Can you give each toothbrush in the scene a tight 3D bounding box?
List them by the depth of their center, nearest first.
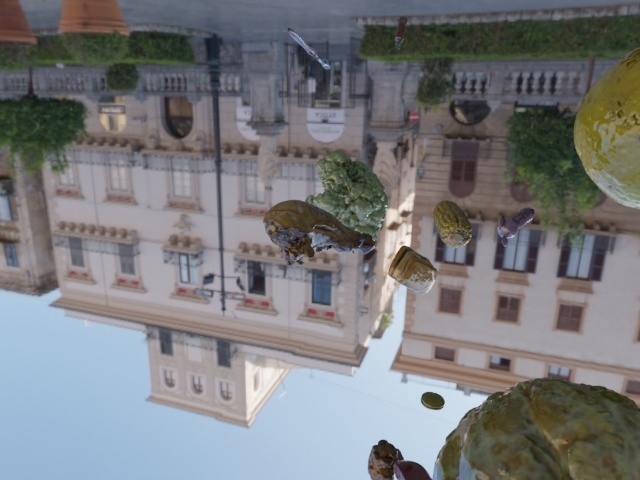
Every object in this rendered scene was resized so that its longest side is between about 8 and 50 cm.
[{"bbox_3d":[-0.018,-0.353,0.895,0.013,0.019,0.193,-11,177,21],"label":"toothbrush"}]

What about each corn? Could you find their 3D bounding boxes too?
[{"bbox_3d":[0.325,-0.046,1.204,0.080,0.080,0.238,3,-158,6],"label":"corn"}]

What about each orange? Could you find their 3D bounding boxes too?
[{"bbox_3d":[0.263,0.328,0.622,0.210,0.369,0.271,5,-133,-19],"label":"orange"}]

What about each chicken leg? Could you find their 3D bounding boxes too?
[{"bbox_3d":[0.001,-0.003,0.832,0.207,0.101,0.085,15,159,-27],"label":"chicken leg"}]

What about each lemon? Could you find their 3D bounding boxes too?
[{"bbox_3d":[0.719,-0.227,1.014,0.349,0.350,0.387,4,157,8],"label":"lemon"}]

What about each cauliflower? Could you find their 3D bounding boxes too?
[{"bbox_3d":[0.065,-0.106,1.502,0.281,0.327,0.260,-27,177,17],"label":"cauliflower"}]

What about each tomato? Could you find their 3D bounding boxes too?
[{"bbox_3d":[0.268,0.667,1.244,0.084,0.225,0.225,-21,-160,-6],"label":"tomato"}]

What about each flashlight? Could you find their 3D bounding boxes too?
[{"bbox_3d":[0.324,-0.031,0.810,0.110,0.052,0.031,-26,-161,-39],"label":"flashlight"}]

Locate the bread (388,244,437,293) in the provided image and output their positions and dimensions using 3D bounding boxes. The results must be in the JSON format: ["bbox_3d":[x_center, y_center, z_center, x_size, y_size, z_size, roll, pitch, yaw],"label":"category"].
[{"bbox_3d":[0.306,0.099,1.586,0.200,0.116,0.077,27,-173,-45],"label":"bread"}]

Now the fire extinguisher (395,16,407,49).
[{"bbox_3d":[0.204,-0.525,1.229,0.022,0.083,0.028,5,161,22],"label":"fire extinguisher"}]

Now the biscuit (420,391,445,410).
[{"bbox_3d":[0.391,0.560,1.691,0.083,0.023,0.084,6,-160,-2],"label":"biscuit"}]

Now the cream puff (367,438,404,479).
[{"bbox_3d":[0.190,0.638,1.391,0.094,0.122,0.116,9,-119,26],"label":"cream puff"}]
